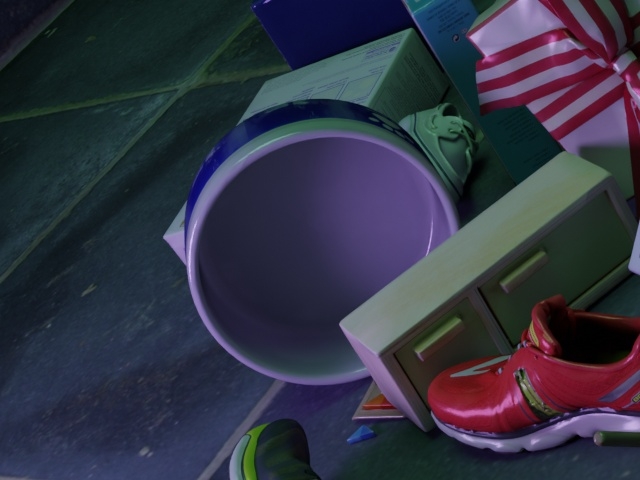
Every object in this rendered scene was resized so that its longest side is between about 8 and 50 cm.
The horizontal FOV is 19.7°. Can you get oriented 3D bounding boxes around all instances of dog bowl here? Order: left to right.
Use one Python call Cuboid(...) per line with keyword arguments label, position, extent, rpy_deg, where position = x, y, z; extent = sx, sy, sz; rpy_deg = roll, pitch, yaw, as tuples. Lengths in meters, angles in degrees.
Cuboid(label="dog bowl", position=(0.000, 0.000, 1.778), extent=(0.265, 0.265, 0.104), rpy_deg=(-32, 22, 6))

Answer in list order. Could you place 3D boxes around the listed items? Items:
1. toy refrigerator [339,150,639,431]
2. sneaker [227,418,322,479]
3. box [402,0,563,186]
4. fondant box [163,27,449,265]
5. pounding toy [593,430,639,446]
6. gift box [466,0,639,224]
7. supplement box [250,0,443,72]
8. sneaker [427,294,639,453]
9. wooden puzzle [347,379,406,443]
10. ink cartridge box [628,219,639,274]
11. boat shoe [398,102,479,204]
Cuboid(label="toy refrigerator", position=(0.162, 0.045, 1.666), extent=(0.269, 0.102, 0.094), rpy_deg=(-36, 28, -9))
Cuboid(label="sneaker", position=(-0.001, 0.247, 1.544), extent=(0.121, 0.111, 0.300), rpy_deg=(-22, 31, 5))
Cuboid(label="box", position=(0.169, -0.162, 1.883), extent=(0.060, 0.244, 0.100), rpy_deg=(-32, 24, 6))
Cuboid(label="fondant box", position=(-0.012, -0.098, 2.189), extent=(0.238, 0.096, 0.330), rpy_deg=(-16, 29, 36))
Cuboid(label="pounding toy", position=(0.275, 0.130, 1.341), extent=(0.100, 0.130, 0.141), rpy_deg=(-24, 26, 24))
Cuboid(label="gift box", position=(0.303, -0.188, 1.738), extent=(0.276, 0.255, 0.258), rpy_deg=(-42, 7, 33))
Cuboid(label="supplement box", position=(0.070, -0.352, 2.434), extent=(0.194, 0.195, 0.356), rpy_deg=(-23, 27, 25))
Cuboid(label="sneaker", position=(0.196, 0.098, 1.519), extent=(0.279, 0.118, 0.107), rpy_deg=(-12, 32, 42))
Cuboid(label="wooden puzzle", position=(0.068, 0.140, 1.731), extent=(0.079, 0.014, 0.116), rpy_deg=(-16, 33, 36))
Cuboid(label="ink cartridge box", position=(0.383, -0.091, 1.448), extent=(0.324, 0.071, 0.330), rpy_deg=(-150, 68, -65))
Cuboid(label="boat shoe", position=(0.135, -0.107, 2.026), extent=(0.076, 0.083, 0.226), rpy_deg=(-33, 23, 7))
